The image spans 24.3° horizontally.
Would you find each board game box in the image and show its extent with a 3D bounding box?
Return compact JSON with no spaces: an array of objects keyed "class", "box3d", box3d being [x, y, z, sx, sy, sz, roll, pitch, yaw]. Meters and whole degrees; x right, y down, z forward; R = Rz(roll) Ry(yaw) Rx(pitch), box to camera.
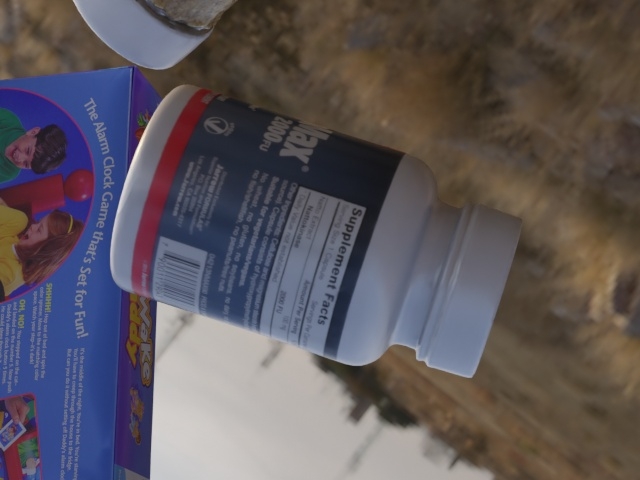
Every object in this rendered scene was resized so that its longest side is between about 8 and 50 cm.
[{"class":"board game box","box3d":[-0.250,0.045,1.172,0.233,0.347,0.078,-4,162,13]}]

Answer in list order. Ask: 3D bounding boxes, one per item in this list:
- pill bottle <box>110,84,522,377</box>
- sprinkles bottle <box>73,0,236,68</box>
[{"class":"pill bottle","box3d":[0.000,0.000,0.719,0.180,0.108,0.108,18,177,5]},{"class":"sprinkles bottle","box3d":[-0.038,-0.277,1.114,0.121,0.355,0.121,36,-147,-28]}]
